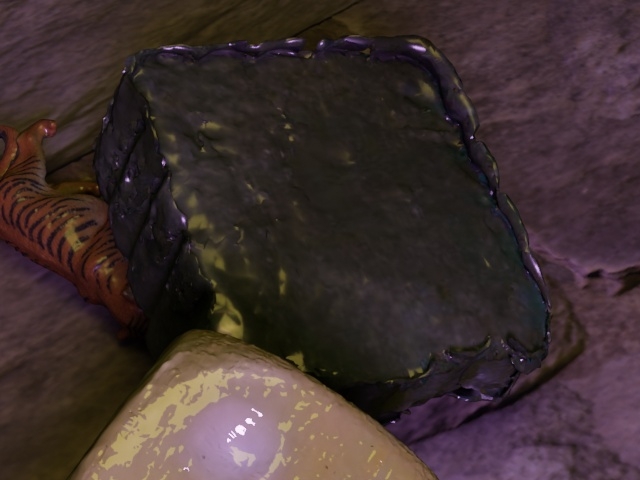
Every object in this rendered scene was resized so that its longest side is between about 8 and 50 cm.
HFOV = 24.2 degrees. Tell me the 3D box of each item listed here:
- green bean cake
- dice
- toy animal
[{"bbox_3d":[0.000,0.000,0.933,0.241,0.132,0.255,-6,58,-31],"label":"green bean cake"},{"bbox_3d":[-0.049,0.156,0.705,0.166,0.169,0.169,36,70,-1],"label":"dice"},{"bbox_3d":[-0.161,-0.014,1.009,0.241,0.057,0.099,32,46,24],"label":"toy animal"}]
